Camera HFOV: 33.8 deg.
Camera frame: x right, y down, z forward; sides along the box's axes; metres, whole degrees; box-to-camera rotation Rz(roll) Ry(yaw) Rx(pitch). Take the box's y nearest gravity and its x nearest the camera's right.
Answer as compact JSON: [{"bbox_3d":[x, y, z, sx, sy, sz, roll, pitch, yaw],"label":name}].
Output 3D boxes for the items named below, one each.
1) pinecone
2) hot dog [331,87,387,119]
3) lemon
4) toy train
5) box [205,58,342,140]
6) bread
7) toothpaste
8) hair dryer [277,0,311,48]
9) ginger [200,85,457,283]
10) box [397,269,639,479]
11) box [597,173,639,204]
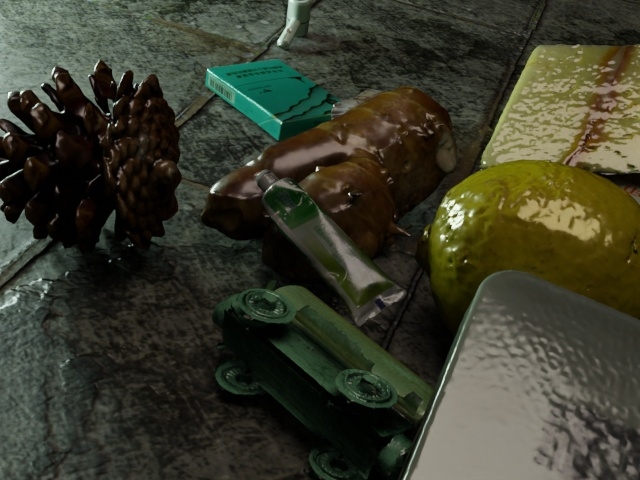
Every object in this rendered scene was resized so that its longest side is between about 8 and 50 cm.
[{"bbox_3d":[-0.306,-0.106,1.344,0.264,0.264,0.264,8,31,-5],"label":"pinecone"},{"bbox_3d":[0.082,-0.199,1.772,0.108,0.059,0.191,54,35,0],"label":"hot dog"},{"bbox_3d":[0.276,0.033,1.279,0.321,0.268,0.268,18,32,12],"label":"lemon"},{"bbox_3d":[0.017,0.141,1.154,0.189,0.127,0.307,-18,41,-40],"label":"toy train"},{"bbox_3d":[-0.073,-0.249,1.834,0.160,0.042,0.226,-16,41,-36],"label":"box"},{"bbox_3d":[0.494,-0.180,1.850,0.345,0.242,0.405,12,60,18],"label":"bread"},{"bbox_3d":[0.000,0.000,1.276,0.078,0.047,0.248,-31,61,-22],"label":"toothpaste"},{"bbox_3d":[-0.058,-0.431,2.110,0.047,0.082,0.137,16,47,8],"label":"hair dryer"},{"bbox_3d":[0.062,-0.072,1.464,0.418,0.176,0.254,-28,46,-35],"label":"ginger"},{"bbox_3d":[0.276,0.233,1.014,0.372,0.090,0.367,24,52,7],"label":"box"},{"bbox_3d":[0.588,-0.094,1.785,0.204,0.051,0.365,26,34,24],"label":"box"}]
